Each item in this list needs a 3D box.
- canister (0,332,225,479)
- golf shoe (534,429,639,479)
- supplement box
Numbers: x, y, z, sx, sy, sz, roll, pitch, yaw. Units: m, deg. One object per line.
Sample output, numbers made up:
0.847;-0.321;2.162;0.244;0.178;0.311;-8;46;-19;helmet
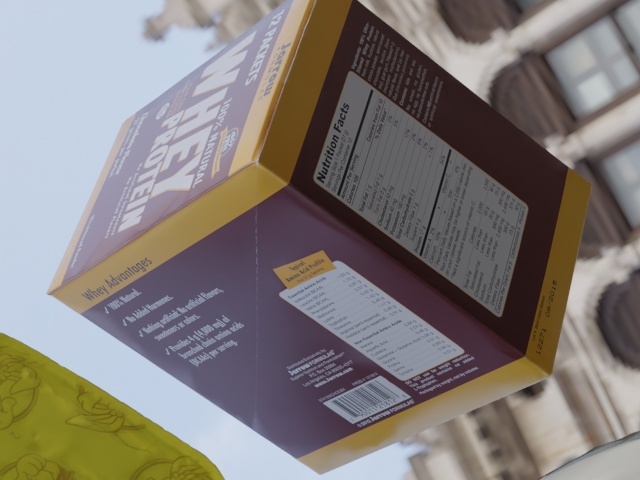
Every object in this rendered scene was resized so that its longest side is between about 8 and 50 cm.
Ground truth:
-0.110;0.126;0.637;0.126;0.170;0.073;31;-135;7;canister
0.039;0.145;0.545;0.105;0.273;0.120;59;-171;17;golf shoe
0.000;0.000;0.952;0.194;0.191;0.129;36;-130;-22;supplement box
